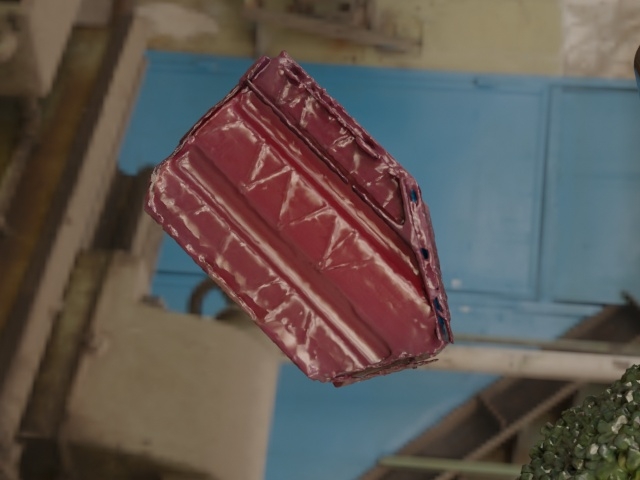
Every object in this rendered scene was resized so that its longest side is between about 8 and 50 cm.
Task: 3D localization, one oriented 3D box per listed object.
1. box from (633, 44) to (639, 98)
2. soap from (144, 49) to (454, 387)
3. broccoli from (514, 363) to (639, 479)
[{"bbox_3d":[0.543,-0.137,1.580,0.229,0.339,0.239,-94,165,-58],"label":"box"},{"bbox_3d":[0.000,0.000,1.063,0.162,0.250,0.099,-43,169,-2],"label":"soap"},{"bbox_3d":[0.355,0.215,1.260,0.277,0.317,0.338,-49,-171,50],"label":"broccoli"}]
